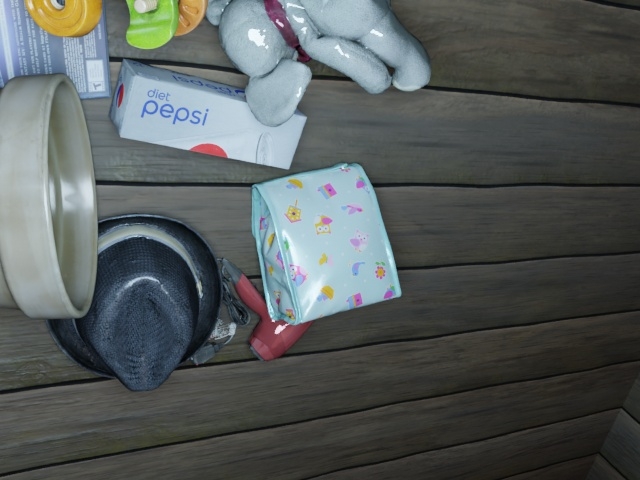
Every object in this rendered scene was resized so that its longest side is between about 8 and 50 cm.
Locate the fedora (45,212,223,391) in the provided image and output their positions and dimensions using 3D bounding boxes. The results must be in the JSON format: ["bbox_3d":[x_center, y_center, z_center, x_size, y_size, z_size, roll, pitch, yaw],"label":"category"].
[{"bbox_3d":[-0.301,0.128,1.138,0.334,0.152,0.334,-8,119,-15],"label":"fedora"}]

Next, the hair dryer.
[{"bbox_3d":[-0.111,0.137,1.323,0.294,0.080,0.223,-6,121,-27],"label":"hair dryer"}]

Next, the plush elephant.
[{"bbox_3d":[-0.028,-0.314,0.997,0.330,0.255,0.271,-17,88,-60],"label":"plush elephant"}]

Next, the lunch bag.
[{"bbox_3d":[0.000,0.000,1.247,0.223,0.160,0.262,-14,91,-22],"label":"lunch bag"}]

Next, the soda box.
[{"bbox_3d":[-0.172,-0.192,1.073,0.286,0.091,0.098,8,115,-33],"label":"soda box"}]

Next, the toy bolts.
[{"bbox_3d":[-0.261,-0.376,0.886,0.218,0.158,0.228,1,118,16],"label":"toy bolts"}]

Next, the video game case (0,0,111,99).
[{"bbox_3d":[-0.427,-0.278,0.918,0.274,0.026,0.196,-9,123,-24],"label":"video game case"}]

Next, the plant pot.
[{"bbox_3d":[-0.457,-0.052,0.892,0.280,0.323,0.323,-2,121,-8],"label":"plant pot"}]
